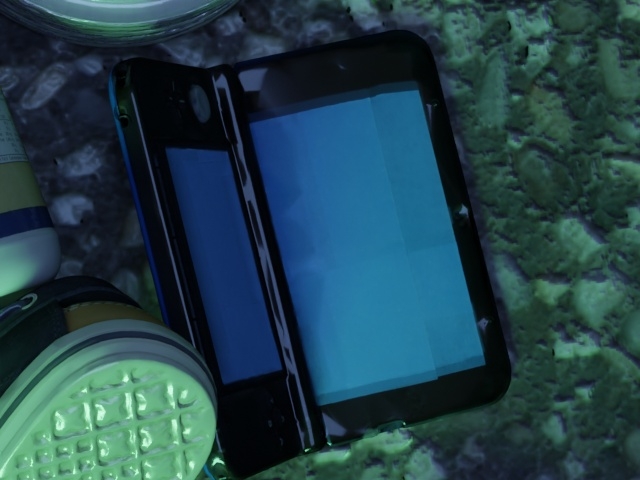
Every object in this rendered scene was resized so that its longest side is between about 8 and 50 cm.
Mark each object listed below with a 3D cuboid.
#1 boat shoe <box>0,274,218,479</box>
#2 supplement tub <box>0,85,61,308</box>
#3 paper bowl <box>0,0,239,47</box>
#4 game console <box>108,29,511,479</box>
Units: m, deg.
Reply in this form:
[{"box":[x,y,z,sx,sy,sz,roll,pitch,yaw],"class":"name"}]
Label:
[{"box":[-0.261,0.224,1.264,0.187,0.156,0.500,33,103,-35],"class":"boat shoe"},{"box":[-0.326,-0.084,1.279,0.228,0.228,0.316,-21,88,-10],"class":"supplement tub"},{"box":[-0.145,-0.287,1.369,0.284,0.148,0.284,1,83,-9],"class":"paper bowl"},{"box":[0.000,0.000,1.359,0.173,0.250,0.293,-15,87,16],"class":"game console"}]
